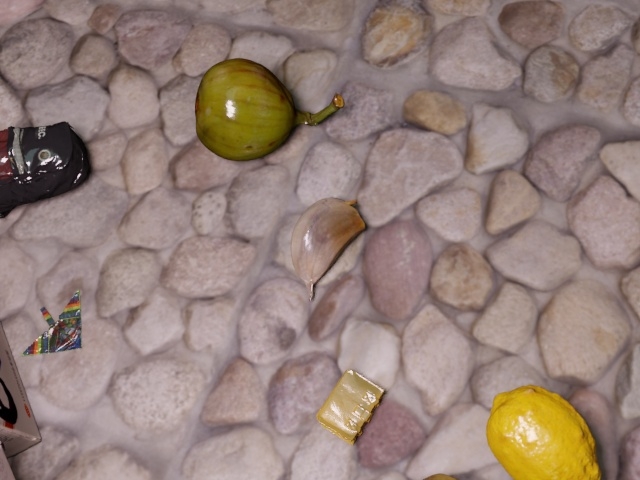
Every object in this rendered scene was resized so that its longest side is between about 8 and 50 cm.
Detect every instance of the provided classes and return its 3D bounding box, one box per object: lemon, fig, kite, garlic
[{"bbox_3d":[0.267,0.241,1.005,0.114,0.114,0.155,-43,74,-10],"label":"lemon"},{"bbox_3d":[-0.093,-0.193,1.229,0.186,0.148,0.142,0,45,-35],"label":"fig"},{"bbox_3d":[-0.372,0.127,1.194,0.090,0.004,0.122,40,78,19],"label":"kite"},{"bbox_3d":[-0.002,-0.004,1.164,0.084,0.066,0.152,36,74,17],"label":"garlic"}]

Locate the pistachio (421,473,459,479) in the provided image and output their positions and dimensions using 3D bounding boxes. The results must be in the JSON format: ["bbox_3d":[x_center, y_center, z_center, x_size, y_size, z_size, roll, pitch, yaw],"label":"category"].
[{"bbox_3d":[0.136,0.371,0.977,0.110,0.100,0.189,-18,62,39],"label":"pistachio"}]

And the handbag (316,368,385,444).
[{"bbox_3d":[0.039,0.215,1.091,0.061,0.027,0.083,31,74,18],"label":"handbag"}]

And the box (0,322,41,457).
[{"bbox_3d":[-0.493,0.104,1.106,0.069,0.214,0.353,-26,67,-3],"label":"box"}]

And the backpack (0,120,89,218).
[{"bbox_3d":[-0.433,-0.117,1.247,0.165,0.106,0.120,-22,62,2],"label":"backpack"}]

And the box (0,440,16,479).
[{"bbox_3d":[-0.478,0.357,1.002,0.252,0.203,0.106,-6,27,7],"label":"box"}]
